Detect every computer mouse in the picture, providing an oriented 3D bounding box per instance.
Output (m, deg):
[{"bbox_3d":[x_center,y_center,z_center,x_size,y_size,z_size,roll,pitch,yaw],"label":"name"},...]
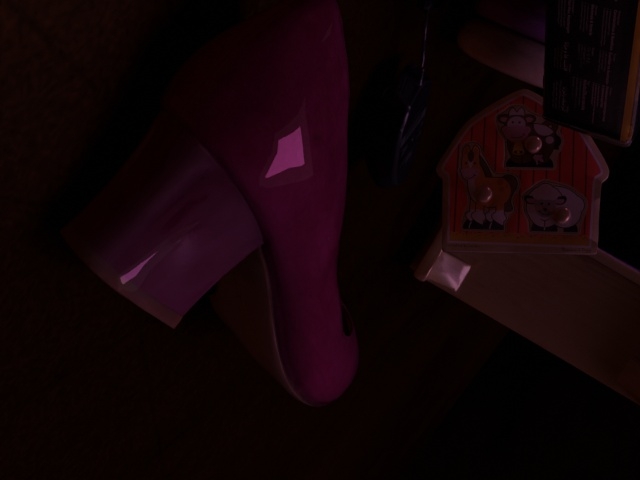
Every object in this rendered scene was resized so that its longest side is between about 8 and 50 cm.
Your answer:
[{"bbox_3d":[0.067,-0.145,0.702,0.071,0.041,0.242,-51,157,-48],"label":"computer mouse"}]

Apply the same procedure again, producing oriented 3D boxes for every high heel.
[{"bbox_3d":[0.000,0.000,0.584,0.181,0.127,0.377,-47,159,-1],"label":"high heel"}]

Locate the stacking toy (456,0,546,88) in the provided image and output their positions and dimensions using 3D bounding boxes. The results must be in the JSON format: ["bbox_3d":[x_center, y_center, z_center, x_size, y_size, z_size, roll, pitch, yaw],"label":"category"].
[{"bbox_3d":[0.243,-0.297,0.763,0.141,0.141,0.330,-21,136,-63],"label":"stacking toy"}]

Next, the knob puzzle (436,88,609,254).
[{"bbox_3d":[0.227,-0.082,1.000,0.213,0.213,0.030,-57,162,-4],"label":"knob puzzle"}]

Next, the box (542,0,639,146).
[{"bbox_3d":[0.240,-0.262,0.587,0.257,0.079,0.322,-54,151,-24],"label":"box"}]

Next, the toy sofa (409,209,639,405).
[{"bbox_3d":[0.306,0.064,1.142,0.150,0.362,0.177,-60,173,7],"label":"toy sofa"}]
